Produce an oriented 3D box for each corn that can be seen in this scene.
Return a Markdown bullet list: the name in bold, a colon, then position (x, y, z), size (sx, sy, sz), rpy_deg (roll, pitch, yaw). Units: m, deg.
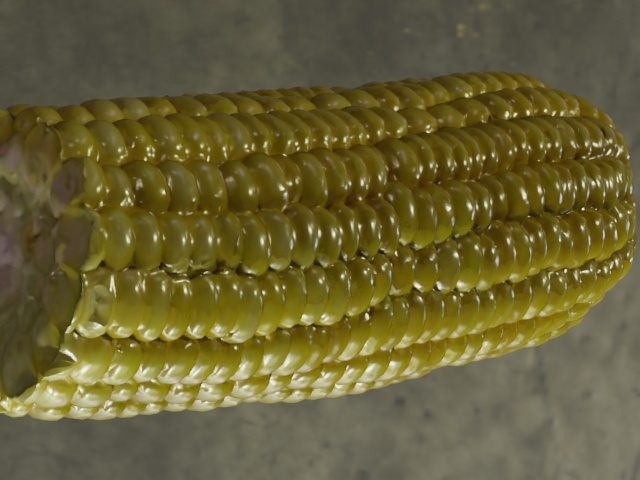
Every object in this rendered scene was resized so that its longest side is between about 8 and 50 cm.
- **corn**: position (0.000, 0.000, 0.503), size (0.244, 0.093, 0.093), rpy_deg (-9, 101, -43)
